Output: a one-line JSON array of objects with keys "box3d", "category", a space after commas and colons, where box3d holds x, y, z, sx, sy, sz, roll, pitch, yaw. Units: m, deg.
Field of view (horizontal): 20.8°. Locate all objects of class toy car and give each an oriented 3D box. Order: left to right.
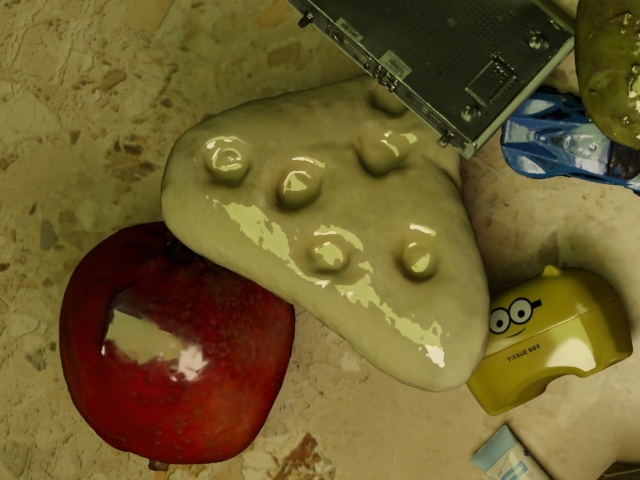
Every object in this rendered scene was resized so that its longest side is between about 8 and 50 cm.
[{"box3d": [0.294, -0.102, 1.846, 0.216, 0.063, 0.103, 10, 105, 17], "category": "toy car"}]

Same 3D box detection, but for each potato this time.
[{"box3d": [0.351, -0.236, 1.754, 0.176, 0.141, 0.298, 18, 89, -2], "category": "potato"}]

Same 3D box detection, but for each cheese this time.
[{"box3d": [0.000, 0.000, 1.838, 0.328, 0.129, 0.351, -6, 75, -5], "category": "cheese"}]

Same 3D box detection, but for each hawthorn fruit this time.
[{"box3d": [-0.162, 0.133, 1.968, 0.265, 0.265, 0.307, 12, 117, 17], "category": "hawthorn fruit"}]

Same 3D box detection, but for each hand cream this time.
[{"box3d": [0.248, 0.288, 1.967, 0.171, 0.043, 0.065, 46, 112, 10], "category": "hand cream"}]

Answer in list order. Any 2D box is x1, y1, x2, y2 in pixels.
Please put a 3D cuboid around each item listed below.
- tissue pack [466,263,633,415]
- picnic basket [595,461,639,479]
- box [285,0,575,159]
[{"box3d": [0.236, 0.102, 1.881, 0.178, 0.123, 0.127, -26, 81, 27], "category": "tissue pack"}, {"box3d": [0.331, 0.316, 1.879, 0.079, 0.164, 0.115, 6, 105, 27], "category": "picnic basket"}, {"box3d": [0.115, -0.235, 1.831, 0.270, 0.045, 0.211, 43, 71, 7], "category": "box"}]
